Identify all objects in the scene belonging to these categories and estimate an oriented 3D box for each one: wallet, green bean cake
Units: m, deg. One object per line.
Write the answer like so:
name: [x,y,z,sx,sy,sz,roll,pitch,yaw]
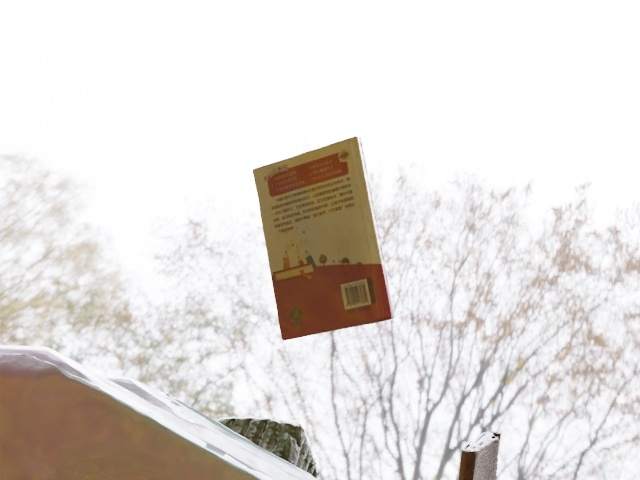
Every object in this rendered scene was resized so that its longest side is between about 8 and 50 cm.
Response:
wallet: [0.260,0.456,1.562,0.039,0.133,0.243,8,-80,32]
green bean cake: [-0.100,0.387,1.615,0.173,0.094,0.181,0,-44,19]

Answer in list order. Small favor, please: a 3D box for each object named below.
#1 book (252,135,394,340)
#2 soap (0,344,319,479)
book: [0.000,0.000,1.153,0.162,0.022,0.231,-14,-100,29]
soap: [-0.174,0.179,0.385,0.447,0.156,0.261,2,-106,4]
